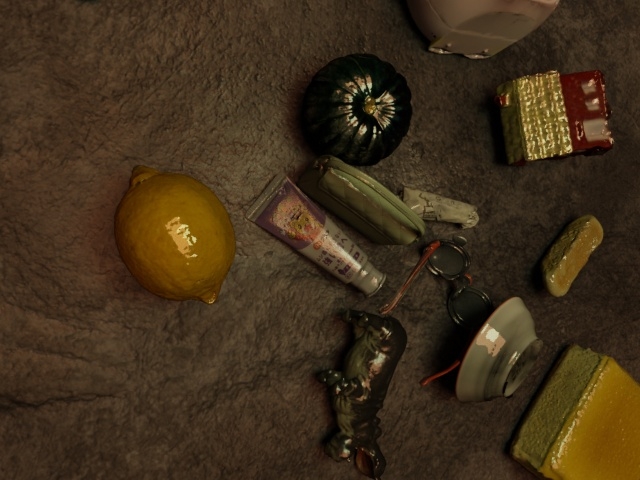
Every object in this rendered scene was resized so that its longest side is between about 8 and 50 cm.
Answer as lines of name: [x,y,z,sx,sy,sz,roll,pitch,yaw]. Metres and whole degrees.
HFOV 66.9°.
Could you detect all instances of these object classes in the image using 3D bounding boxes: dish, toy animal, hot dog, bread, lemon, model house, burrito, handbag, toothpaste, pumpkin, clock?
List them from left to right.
lemon: [-0.240,-0.007,0.805,0.188,0.188,0.257,-27,95,-20]
toothpaste: [0.000,0.000,0.968,0.299,0.073,0.114,39,86,-10]
pumpkin: [0.072,-0.252,0.949,0.220,0.162,0.221,-2,98,-14]
toy animal: [0.075,0.308,0.969,0.168,0.106,0.343,9,91,-28]
handbag: [0.089,-0.077,0.920,0.256,0.219,0.079,34,80,-19]
burrito: [0.264,-0.069,1.075,0.203,0.064,0.064,12,84,-20]
clock: [0.351,-0.616,1.019,0.368,0.250,0.377,-2,90,-22]
dish: [0.399,0.255,1.036,0.260,0.085,0.260,-26,130,-35]
model house: [0.519,-0.278,1.130,0.253,0.160,0.196,-8,91,-20]
hot dog: [0.612,0.036,1.202,0.242,0.073,0.084,-48,109,-19]
bread: [0.662,0.478,1.175,0.323,0.143,0.333,43,74,-14]

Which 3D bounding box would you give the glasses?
glasses: [0.254,0.142,0.983,0.268,0.118,0.234,-41,107,-49]
